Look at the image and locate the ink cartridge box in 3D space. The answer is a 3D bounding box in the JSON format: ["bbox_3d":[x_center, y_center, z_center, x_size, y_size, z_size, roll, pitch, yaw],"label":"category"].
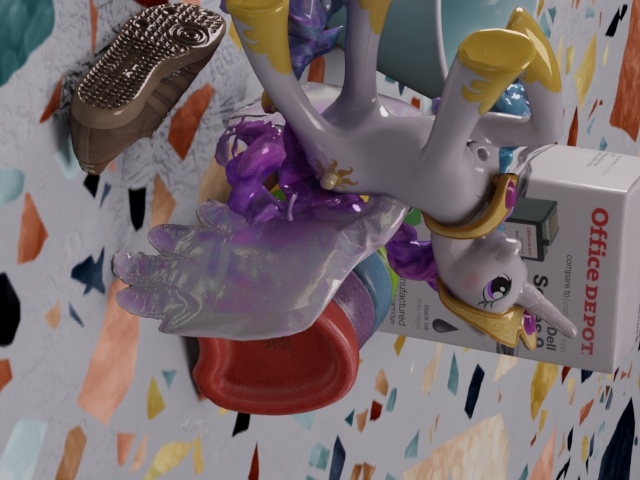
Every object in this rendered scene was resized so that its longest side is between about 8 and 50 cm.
[{"bbox_3d":[0.200,0.005,1.862,0.121,0.289,0.211,-37,132,-59],"label":"ink cartridge box"}]

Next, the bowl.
[{"bbox_3d":[0.096,-0.280,1.670,0.311,0.163,0.311,9,90,-67],"label":"bowl"}]

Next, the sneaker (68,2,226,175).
[{"bbox_3d":[-0.138,-0.120,1.339,0.188,0.066,0.071,-47,159,-48],"label":"sneaker"}]

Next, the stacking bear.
[{"bbox_3d":[0.000,0.000,1.580,0.289,0.164,0.175,-65,153,-43],"label":"stacking bear"}]

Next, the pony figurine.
[{"bbox_3d":[0.032,-0.063,1.348,0.363,0.351,0.302,80,31,-49],"label":"pony figurine"}]
